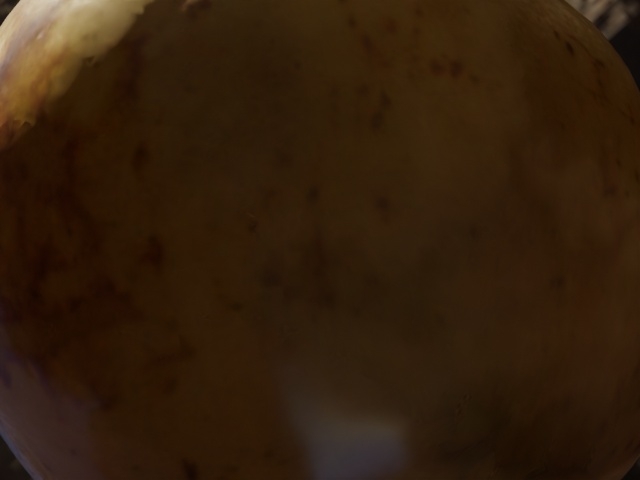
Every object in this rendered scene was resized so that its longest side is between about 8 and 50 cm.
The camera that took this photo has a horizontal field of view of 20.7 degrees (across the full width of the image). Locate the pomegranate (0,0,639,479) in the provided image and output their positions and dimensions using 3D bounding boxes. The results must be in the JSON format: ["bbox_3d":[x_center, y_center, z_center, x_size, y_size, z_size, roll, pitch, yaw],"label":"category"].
[{"bbox_3d":[0.000,0.000,0.560,0.248,0.248,0.248,24,-135,-26],"label":"pomegranate"}]
